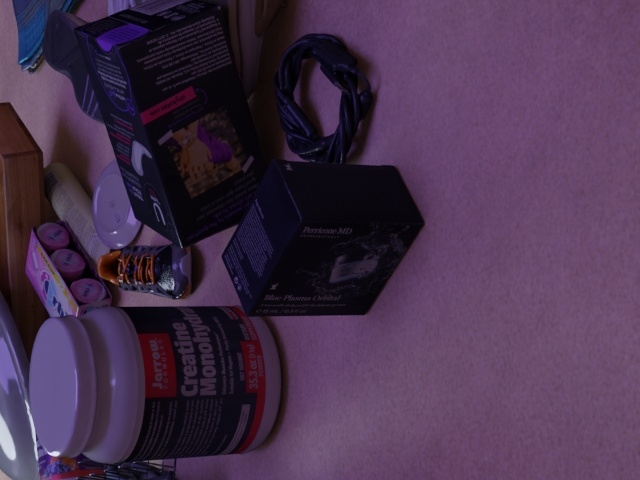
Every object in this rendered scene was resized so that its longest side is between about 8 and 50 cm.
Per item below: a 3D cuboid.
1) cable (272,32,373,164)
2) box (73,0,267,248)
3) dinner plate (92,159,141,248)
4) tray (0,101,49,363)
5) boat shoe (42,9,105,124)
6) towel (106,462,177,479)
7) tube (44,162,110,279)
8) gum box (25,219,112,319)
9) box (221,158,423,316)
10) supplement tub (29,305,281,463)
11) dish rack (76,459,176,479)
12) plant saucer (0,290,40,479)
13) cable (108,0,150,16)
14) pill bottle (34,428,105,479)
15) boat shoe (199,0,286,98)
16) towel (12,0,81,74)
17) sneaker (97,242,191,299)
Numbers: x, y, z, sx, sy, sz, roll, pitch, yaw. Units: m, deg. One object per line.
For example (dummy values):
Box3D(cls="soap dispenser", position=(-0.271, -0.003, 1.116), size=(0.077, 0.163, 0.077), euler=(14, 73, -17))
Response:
Box3D(cls="cable", position=(0.000, -0.161, 1.617), size=(0.184, 0.047, 0.151), euler=(41, 129, 49))
Box3D(cls="box", position=(-0.180, -0.152, 1.724), size=(0.165, 0.143, 0.270), euler=(29, 139, 56))
Box3D(cls="dinner plate", position=(-0.318, -0.057, 2.140), size=(0.141, 0.017, 0.141), euler=(-3, 85, 46))
Box3D(cls="tray", position=(-0.531, -0.010, 2.397), size=(0.203, 0.076, 0.411), euler=(47, 142, 49))
Box3D(cls="boat shoe", position=(-0.328, -0.264, 2.127), size=(0.320, 0.103, 0.118), euler=(40, 118, 48))
Box3D(cls="towel", position=(-0.214, 0.505, 1.906), size=(0.374, 0.090, 0.321), euler=(19, 105, 58))
Box3D(cls="tube", position=(-0.393, -0.038, 2.264), size=(0.240, 0.062, 0.070), euler=(50, 173, 42))
Box3D(cls="gum box", position=(-0.410, 0.066, 2.227), size=(0.188, 0.062, 0.107), euler=(53, 143, 30))
Box3D(cls="box", position=(0.000, 0.000, 1.491), size=(0.158, 0.156, 0.093), euler=(-60, 42, 39))
Box3D(cls="supplement tub", position=(-0.203, 0.176, 1.715), size=(0.191, 0.272, 0.191), euler=(-2, 87, 59))
Box3D(cls="dish rack", position=(-0.264, 0.267, 1.888), size=(0.208, 0.074, 0.272), euler=(-24, 57, 48))
Box3D(cls="plant saucer", position=(-0.575, 0.258, 2.406), size=(0.400, 0.100, 0.400), euler=(47, 145, 48))
Box3D(cls="cable", position=(-0.220, -0.352, 1.944), size=(0.257, 0.089, 0.257), euler=(-37, 57, 54))
Box3D(cls="pill bottle", position=(-0.401, 0.307, 2.206), size=(0.108, 0.108, 0.194), euler=(-37, 58, 53))
Box3D(cls="boat shoe", position=(-0.094, -0.301, 1.710), size=(0.113, 0.103, 0.302), euler=(49, 151, 36))
Box3D(cls="towel", position=(-0.473, -0.496, 2.425), size=(0.370, 0.040, 0.271), euler=(-38, 58, 52))
Box3D(cls="sneaker", position=(-0.248, 0.043, 1.984), size=(0.215, 0.083, 0.084), euler=(-7, 81, 58))
